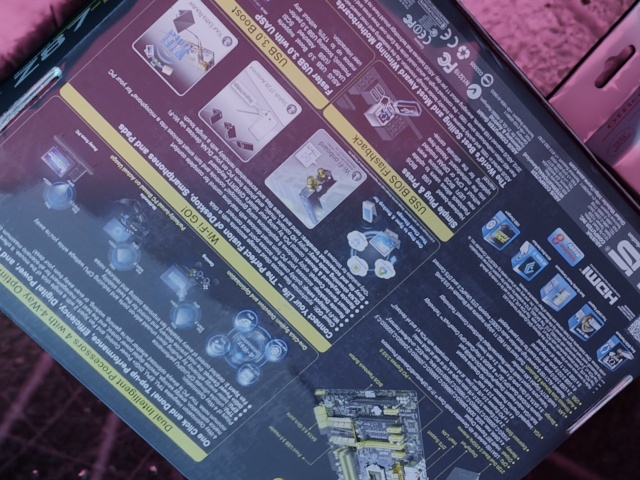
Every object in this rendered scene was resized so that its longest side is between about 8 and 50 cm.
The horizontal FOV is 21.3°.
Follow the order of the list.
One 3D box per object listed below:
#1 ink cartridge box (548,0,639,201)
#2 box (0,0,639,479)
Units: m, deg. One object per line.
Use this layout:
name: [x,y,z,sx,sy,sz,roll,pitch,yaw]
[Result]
ink cartridge box: [0.243,-0.058,1.076,0.181,0.061,0.104,40,97,-19]
box: [0.000,0.000,1.033,0.318,0.097,0.395,-44,110,3]
